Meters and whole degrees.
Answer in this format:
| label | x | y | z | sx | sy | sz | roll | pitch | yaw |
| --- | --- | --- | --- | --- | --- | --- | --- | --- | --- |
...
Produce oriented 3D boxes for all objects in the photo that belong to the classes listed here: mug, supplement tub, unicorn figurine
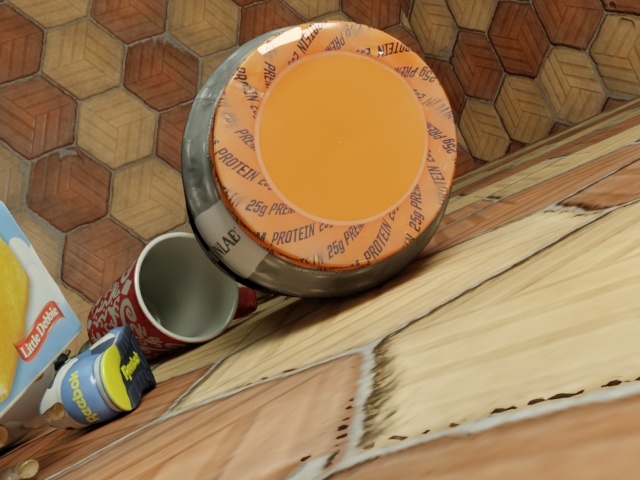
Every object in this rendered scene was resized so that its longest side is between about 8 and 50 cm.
| label | x | y | z | sx | sy | sz | roll | pitch | yaw |
| --- | --- | --- | --- | --- | --- | --- | --- | --- | --- |
| mug | -0.163 | 0.083 | 0.855 | 0.169 | 0.150 | 0.113 | -31 | 33 | 49 |
| supplement tub | -0.013 | -0.050 | 0.633 | 0.193 | 0.194 | 0.316 | -26 | 1 | -9 |
| unicorn figurine | -0.203 | 0.117 | 0.452 | 0.111 | 0.060 | 0.162 | -23 | 0 | 8 |

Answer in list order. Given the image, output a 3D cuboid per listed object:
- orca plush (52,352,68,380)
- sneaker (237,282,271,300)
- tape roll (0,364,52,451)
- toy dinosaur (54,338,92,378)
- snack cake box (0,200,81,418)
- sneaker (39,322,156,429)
| label | x | y | z | sx | sy | sz | roll | pitch | yaw |
| --- | --- | --- | --- | --- | --- | --- | --- | --- | --- |
| orca plush | -0.397 | 0.160 | 0.973 | 0.151 | 0.102 | 0.287 | -41 | 6 | -17 |
| sneaker | 0.000 | 0.000 | 1.052 | 0.121 | 0.099 | 0.262 | -13 | 17 | 47 |
| tape roll | -0.353 | 0.084 | 0.607 | 0.246 | 0.246 | 0.169 | -25 | 2 | 33 |
| toy dinosaur | -0.286 | 0.146 | 1.042 | 0.268 | 0.064 | 0.118 | -23 | 18 | 45 |
| snack cake box | -0.233 | 0.087 | 0.335 | 0.152 | 0.089 | 0.264 | -24 | 15 | 15 |
| sneaker | -0.155 | 0.097 | 0.565 | 0.059 | 0.053 | 0.144 | -28 | 0 | -1 |
